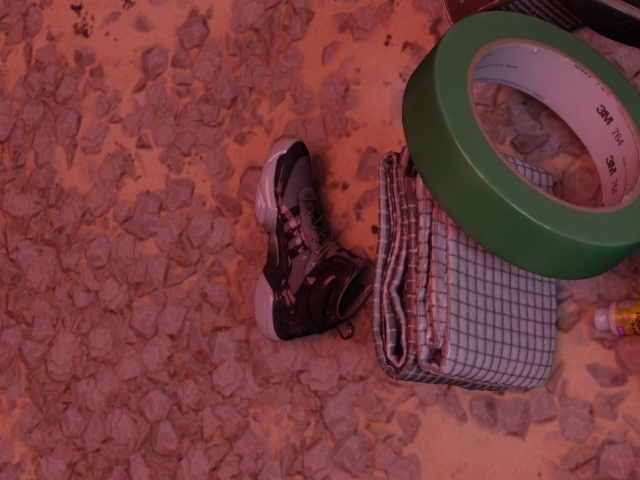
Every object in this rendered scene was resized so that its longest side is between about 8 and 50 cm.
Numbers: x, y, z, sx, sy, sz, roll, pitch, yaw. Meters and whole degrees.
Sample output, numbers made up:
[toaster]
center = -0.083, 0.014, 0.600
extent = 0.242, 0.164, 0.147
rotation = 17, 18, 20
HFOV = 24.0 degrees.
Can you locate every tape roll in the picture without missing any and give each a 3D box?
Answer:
[tape roll]
center = 0.247, -0.111, 1.687
extent = 0.077, 0.321, 0.321
rotation = -50, 58, 45

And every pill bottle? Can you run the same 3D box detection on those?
[pill bottle]
center = 0.363, 0.089, 1.743
extent = 0.083, 0.043, 0.043
rotation = -6, 78, 29

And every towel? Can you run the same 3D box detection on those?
[towel]
center = 0.164, 0.031, 1.759
extent = 0.121, 0.235, 0.283
rotation = -10, 75, 40

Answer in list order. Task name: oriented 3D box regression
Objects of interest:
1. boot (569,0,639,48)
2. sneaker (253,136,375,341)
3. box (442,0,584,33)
[boot]
center = 0.399, -0.307, 1.710
extent = 0.085, 0.236, 0.178
rotation = 175, 109, -68
[sneaker]
center = 0.000, 0.000, 1.938
extent = 0.153, 0.101, 0.268
rotation = 2, 88, 29
[box]
center = 0.255, -0.345, 1.810
extent = 0.203, 0.168, 0.167
rotation = -24, 69, 24
